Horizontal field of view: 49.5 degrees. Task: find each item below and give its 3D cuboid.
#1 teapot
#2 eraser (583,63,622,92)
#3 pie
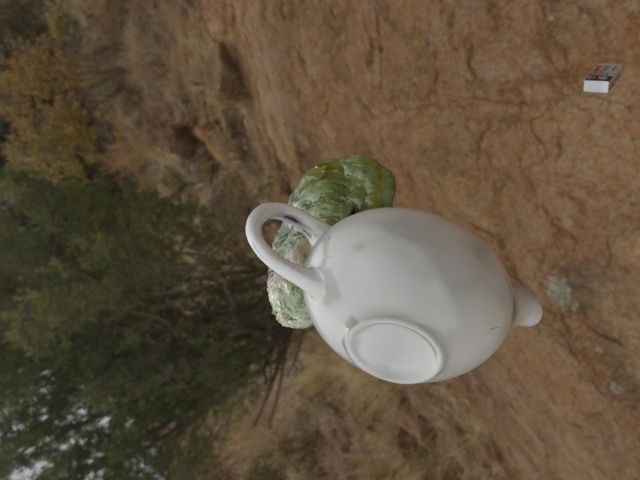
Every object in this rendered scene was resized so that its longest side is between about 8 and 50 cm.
[{"bbox_3d":[0.050,0.038,0.484,0.226,0.092,0.145,27,133,-6],"label":"teapot"},{"bbox_3d":[0.596,-0.343,1.463,0.052,0.122,0.029,11,124,31],"label":"eraser"},{"bbox_3d":[0.000,0.000,0.907,0.090,0.248,0.201,33,145,-34],"label":"pie"}]
